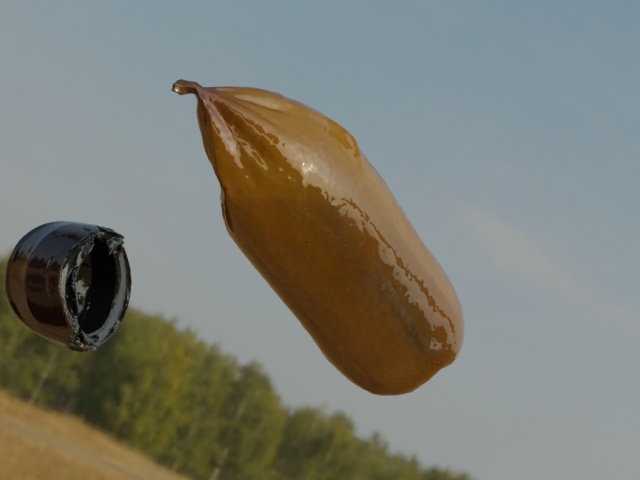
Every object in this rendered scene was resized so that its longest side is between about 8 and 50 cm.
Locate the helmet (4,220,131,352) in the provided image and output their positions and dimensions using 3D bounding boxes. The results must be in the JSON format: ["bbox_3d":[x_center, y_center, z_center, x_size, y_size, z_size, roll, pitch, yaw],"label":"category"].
[{"bbox_3d":[-0.196,0.031,1.065,0.070,0.098,0.123,11,-10,11],"label":"helmet"}]

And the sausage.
[{"bbox_3d":[0.003,-0.005,0.978,0.112,0.112,0.328,17,-26,42],"label":"sausage"}]
